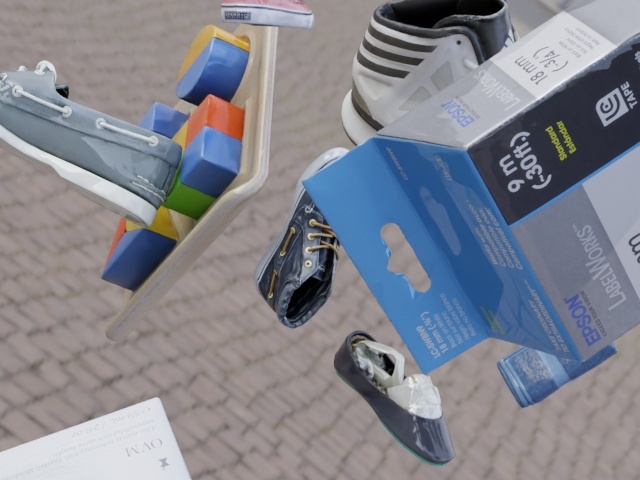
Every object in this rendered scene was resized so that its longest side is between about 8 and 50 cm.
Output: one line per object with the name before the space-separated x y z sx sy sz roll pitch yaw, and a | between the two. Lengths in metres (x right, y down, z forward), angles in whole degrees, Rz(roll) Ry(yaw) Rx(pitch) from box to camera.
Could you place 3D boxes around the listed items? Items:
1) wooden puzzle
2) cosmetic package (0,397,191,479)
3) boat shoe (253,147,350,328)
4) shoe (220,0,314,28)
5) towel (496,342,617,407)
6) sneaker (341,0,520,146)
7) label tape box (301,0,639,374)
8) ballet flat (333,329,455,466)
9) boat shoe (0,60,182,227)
wooden puzzle | -0.154 -0.099 1.693 0.080 0.322 0.348 26 46 -20
cosmetic package | -0.204 0.291 1.306 0.138 0.224 0.225 83 -16 -49
boat shoe | 0.000 0.000 1.530 0.065 0.183 0.083 17 21 -32
shoe | -0.048 -0.251 1.475 0.063 0.081 0.178 5 8 18
towel | 0.248 0.122 1.574 0.029 0.119 0.067 51 10 -45
sneaker | 0.225 -0.137 1.769 0.447 0.257 0.169 30 57 16
label tape box | 0.191 -0.033 1.206 0.241 0.333 0.106 57 -1 -32
ballet flat | 0.084 0.165 1.654 0.074 0.074 0.203 22 15 -45
boat shoe | -0.291 -0.131 1.573 0.319 0.099 0.116 30 -9 5
